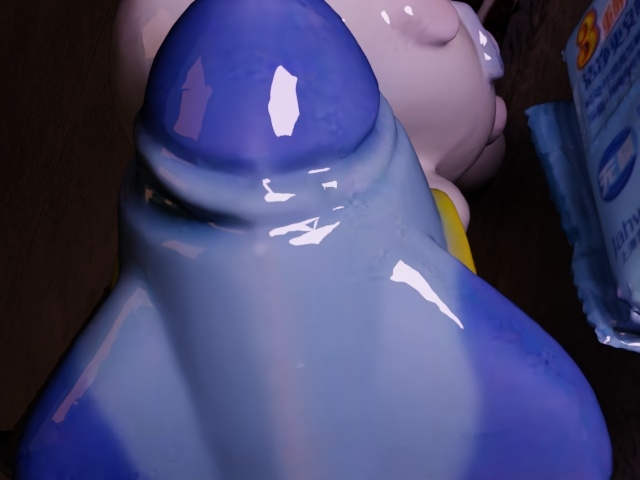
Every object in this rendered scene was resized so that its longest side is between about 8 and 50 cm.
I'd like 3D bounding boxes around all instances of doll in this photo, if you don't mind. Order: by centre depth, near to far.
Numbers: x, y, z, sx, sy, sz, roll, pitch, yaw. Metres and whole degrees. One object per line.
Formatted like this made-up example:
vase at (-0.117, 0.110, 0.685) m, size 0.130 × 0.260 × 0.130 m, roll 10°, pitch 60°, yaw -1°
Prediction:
doll at (0.007, -0.003, 0.697) m, size 0.187 × 0.376 × 0.366 m, roll -22°, pitch 56°, yaw 31°

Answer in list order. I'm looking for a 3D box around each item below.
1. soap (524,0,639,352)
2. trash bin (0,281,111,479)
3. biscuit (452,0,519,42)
soap at (0.168, -0.090, 0.591) m, size 0.156 × 0.077 × 0.293 m, roll -94°, pitch 26°, yaw -44°
trash bin at (-0.072, 0.079, 1.045) m, size 0.161 × 0.175 × 0.175 m, roll -64°, pitch 19°, yaw -1°
biscuit at (0.062, -0.154, 0.975) m, size 0.194 × 0.053 × 0.195 m, roll -166°, pitch 90°, yaw -72°
